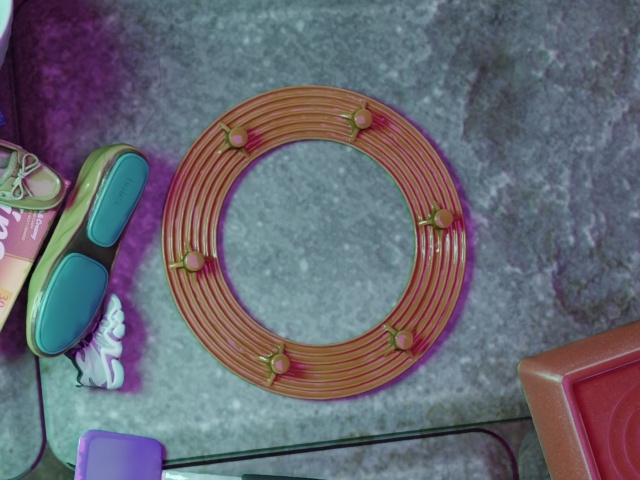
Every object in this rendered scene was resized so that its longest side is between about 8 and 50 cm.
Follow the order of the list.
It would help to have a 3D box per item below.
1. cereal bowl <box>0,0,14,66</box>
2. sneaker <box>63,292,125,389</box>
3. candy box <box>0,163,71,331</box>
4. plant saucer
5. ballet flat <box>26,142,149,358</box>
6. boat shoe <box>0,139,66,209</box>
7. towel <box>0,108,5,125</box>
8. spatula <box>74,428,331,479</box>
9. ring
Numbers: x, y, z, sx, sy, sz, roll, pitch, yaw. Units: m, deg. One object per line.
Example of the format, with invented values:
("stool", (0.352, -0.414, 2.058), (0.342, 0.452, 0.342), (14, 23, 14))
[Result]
("cereal bowl", (-0.459, -0.190, 1.652), (0.339, 0.141, 0.339), (8, 45, -8))
("sneaker", (-0.233, 0.102, 1.779), (0.069, 0.038, 0.098), (0, 84, -17))
("candy box", (-0.336, 0.004, 1.752), (0.109, 0.053, 0.186), (26, 79, -9))
("plant saucer", (0.373, 0.216, 1.935), (0.259, 0.048, 0.258), (-17, 89, -16))
("ballet flat", (-0.242, 0.009, 1.773), (0.080, 0.073, 0.232), (37, 72, -41))
("boat shoe", (-0.319, -0.075, 1.714), (0.153, 0.048, 0.056), (28, 77, -9))
("towel", (-0.382, -0.124, 1.765), (0.119, 0.029, 0.067), (-25, 90, -16))
("spatula", (-0.106, 0.249, 1.804), (0.296, 0.030, 0.084), (8, 83, -15))
("ring", (0.000, 0.000, 1.860), (0.337, 0.032, 0.336), (1, 84, -15))
